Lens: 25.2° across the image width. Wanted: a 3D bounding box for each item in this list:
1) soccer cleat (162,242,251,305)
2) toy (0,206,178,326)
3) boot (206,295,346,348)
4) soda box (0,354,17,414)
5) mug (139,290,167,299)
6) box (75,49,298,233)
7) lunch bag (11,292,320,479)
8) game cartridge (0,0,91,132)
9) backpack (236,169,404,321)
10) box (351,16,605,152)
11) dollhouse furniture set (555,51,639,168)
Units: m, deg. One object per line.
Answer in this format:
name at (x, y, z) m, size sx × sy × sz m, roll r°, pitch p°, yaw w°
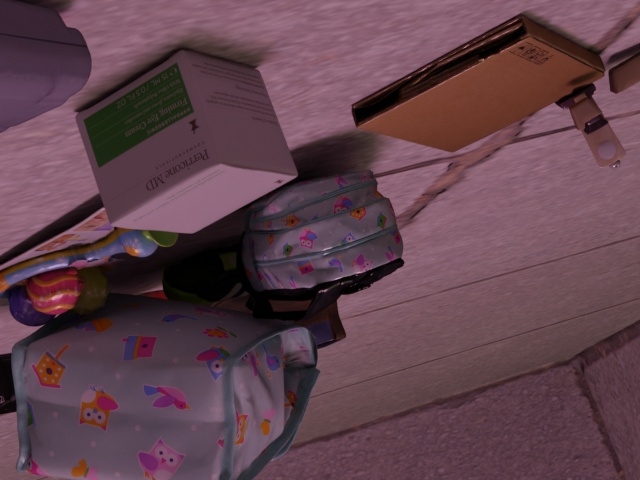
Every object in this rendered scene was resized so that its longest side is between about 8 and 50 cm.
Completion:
soccer cleat at (-0.072, 0.026, 1.432) m, size 0.178 × 0.060 × 0.072 m, roll -17°, pitch 165°, yaw -2°
toy at (-0.219, 0.035, 1.257) m, size 0.237 × 0.056 × 0.137 m, roll -29°, pitch 163°, yaw 31°
boot at (-0.061, 0.097, 1.622) m, size 0.082 × 0.106 × 0.219 m, roll -6°, pitch 160°, yaw -46°
soda box at (-0.306, 0.155, 1.609) m, size 0.060 × 0.053 × 0.169 m, roll -31°, pitch 163°, yaw 37°
mug at (-0.165, 0.150, 1.544) m, size 0.150 × 0.169 × 0.113 m, roll -11°, pitch 163°, yaw -33°
box at (-0.091, -0.064, 0.977) m, size 0.101 × 0.087 × 0.102 m, roll -27°, pitch 165°, yaw 26°
lunch bag at (-0.136, 0.133, 1.349) m, size 0.223 × 0.160 × 0.262 m, roll 4°, pitch -168°, yaw 15°
game cartridge at (-0.280, -0.048, 0.750) m, size 0.294 × 0.060 × 0.196 m, roll -22°, pitch 177°, yaw 10°
backpack at (0.000, 0.000, 1.286) m, size 0.152 × 0.115 × 0.182 m, roll -25°, pitch -176°, yaw -15°
box at (0.138, -0.126, 1.211) m, size 0.164 × 0.021 × 0.201 m, roll -26°, pitch 166°, yaw 25°
dollhouse furniture set at (0.282, -0.115, 1.272) m, size 0.114 × 0.081 × 0.091 m, roll -31°, pitch -170°, yaw 5°
